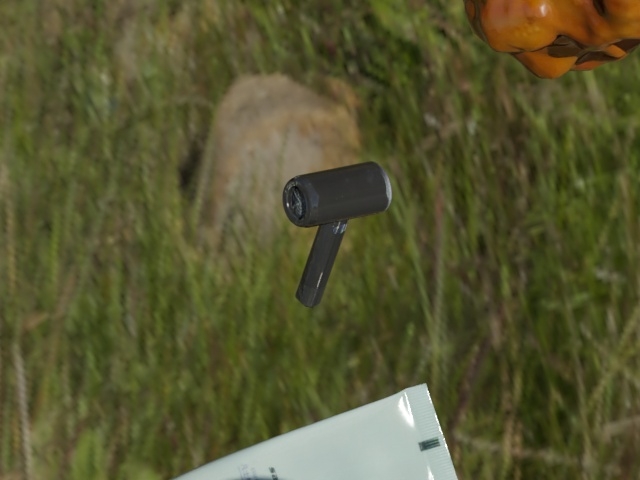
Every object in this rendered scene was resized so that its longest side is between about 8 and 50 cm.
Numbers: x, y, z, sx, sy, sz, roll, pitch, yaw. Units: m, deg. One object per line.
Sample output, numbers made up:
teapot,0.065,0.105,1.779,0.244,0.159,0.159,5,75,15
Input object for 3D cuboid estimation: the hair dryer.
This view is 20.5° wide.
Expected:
hair dryer,0.000,0.000,0.836,0.047,0.083,0.026,-12,49,-32

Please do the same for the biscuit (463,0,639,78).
biscuit,0.170,-0.220,0.760,0.312,0.318,0.110,4,22,39

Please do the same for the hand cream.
hand cream,-0.035,0.230,1.623,0.320,0.109,0.067,-19,-3,16
